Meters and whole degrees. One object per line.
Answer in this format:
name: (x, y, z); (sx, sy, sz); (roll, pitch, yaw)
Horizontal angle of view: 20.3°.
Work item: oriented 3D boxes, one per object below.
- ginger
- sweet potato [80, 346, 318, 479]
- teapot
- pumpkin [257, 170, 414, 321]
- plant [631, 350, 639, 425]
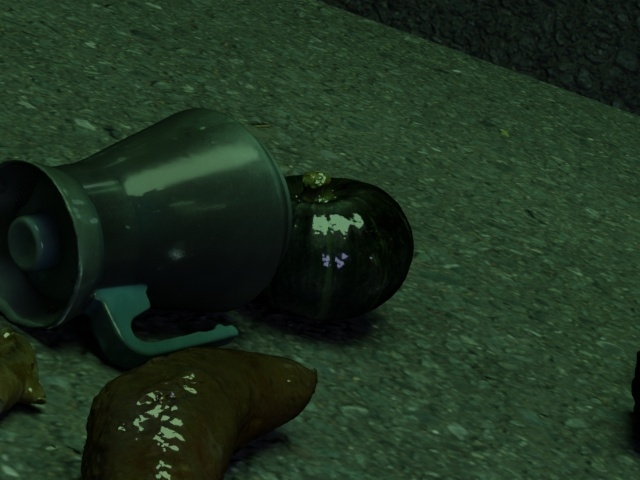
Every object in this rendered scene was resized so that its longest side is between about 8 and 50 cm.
ginger: (-0.226, 0.096, 1.219); (0.057, 0.044, 0.137); (4, 13, 17)
sweet potato: (-0.094, 0.127, 1.169); (0.114, 0.092, 0.341); (36, 21, 3)
teapot: (-0.142, 0.001, 1.417); (0.225, 0.171, 0.203); (-13, 65, -45)
pumpkin: (0.000, 0.003, 1.562); (0.167, 0.125, 0.167); (22, 16, -7)
plant: (0.357, 0.100, 1.574); (0.149, 0.146, 0.274); (18, 18, 11)
